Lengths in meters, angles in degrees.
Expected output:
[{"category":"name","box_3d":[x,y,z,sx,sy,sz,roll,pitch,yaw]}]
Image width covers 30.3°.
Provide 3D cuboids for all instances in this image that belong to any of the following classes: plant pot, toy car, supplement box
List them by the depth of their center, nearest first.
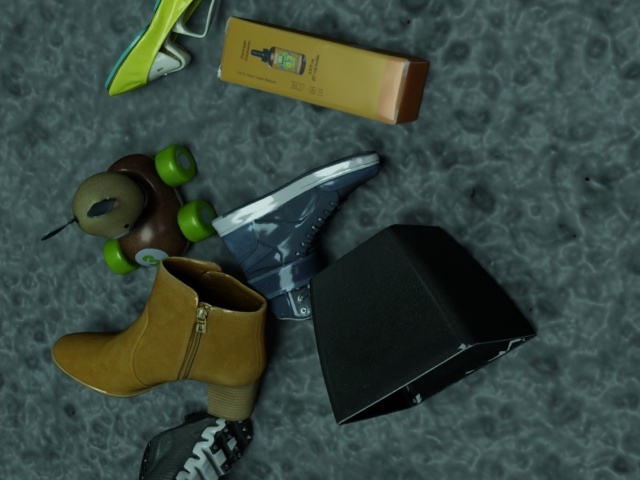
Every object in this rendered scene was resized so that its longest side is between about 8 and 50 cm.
[{"category":"plant pot","box_3d":[0.098,0.083,1.326,0.187,0.188,0.167,-34,72,26]},{"category":"supplement box","box_3d":[0.001,-0.198,1.366,0.233,0.080,0.078,17,106,19]},{"category":"toy car","box_3d":[-0.249,-0.027,1.450,0.155,0.188,0.149,-22,90,27]}]

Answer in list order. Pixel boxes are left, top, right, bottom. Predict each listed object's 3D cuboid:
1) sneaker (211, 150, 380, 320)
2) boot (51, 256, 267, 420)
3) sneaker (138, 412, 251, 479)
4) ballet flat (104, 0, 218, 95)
[{"category":"sneaker","box_3d":[0.000,0.000,1.398,0.226,0.086,0.163,-27,90,25]},{"category":"boot","box_3d":[-0.203,0.103,1.469,0.295,0.104,0.211,14,128,12]},{"category":"sneaker","box_3d":[-0.194,0.302,1.490,0.106,0.234,0.078,11,136,40]},{"category":"ballet flat","box_3d":[-0.182,-0.256,1.445,0.077,0.077,0.231,34,111,-2]}]
